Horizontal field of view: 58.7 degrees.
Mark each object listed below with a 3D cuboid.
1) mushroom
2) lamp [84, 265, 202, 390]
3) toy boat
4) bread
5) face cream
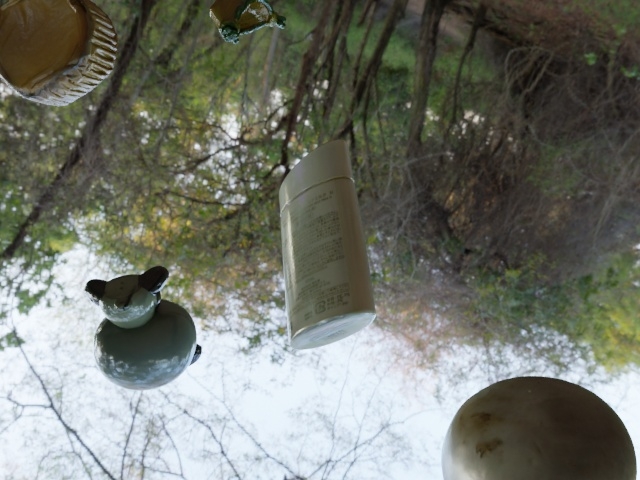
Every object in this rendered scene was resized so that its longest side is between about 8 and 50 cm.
[{"bbox_3d":[0.250,0.267,0.640,0.207,0.215,0.207,-26,-163,9],"label":"mushroom"},{"bbox_3d":[-0.341,0.173,1.084,0.198,0.243,0.197,-5,-146,3],"label":"lamp"},{"bbox_3d":[-0.139,-0.407,1.051,0.088,0.089,0.229,38,-146,2],"label":"toy boat"},{"bbox_3d":[-0.442,-0.325,0.955,0.199,0.199,0.104,23,-175,12],"label":"bread"},{"bbox_3d":[0.000,0.000,0.978,0.081,0.174,0.348,26,-135,-40],"label":"face cream"}]
